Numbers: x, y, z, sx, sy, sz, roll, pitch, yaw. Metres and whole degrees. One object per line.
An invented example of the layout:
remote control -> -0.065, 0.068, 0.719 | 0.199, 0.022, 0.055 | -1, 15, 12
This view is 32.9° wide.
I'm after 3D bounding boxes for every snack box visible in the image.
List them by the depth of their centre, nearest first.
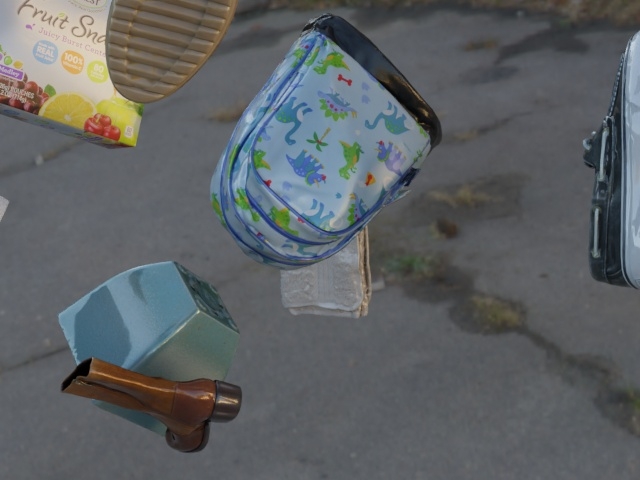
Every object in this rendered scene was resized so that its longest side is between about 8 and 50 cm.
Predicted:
snack box -> -0.289, -0.212, 1.199 | 0.207, 0.174, 0.070 | 18, -10, -38

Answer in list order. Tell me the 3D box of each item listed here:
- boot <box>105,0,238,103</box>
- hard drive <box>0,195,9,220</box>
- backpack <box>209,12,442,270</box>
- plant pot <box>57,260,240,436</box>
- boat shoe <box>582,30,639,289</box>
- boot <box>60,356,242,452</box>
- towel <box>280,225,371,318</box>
boot -> -0.100, -0.241, 0.909 | 0.090, 0.248, 0.207 | 23, 14, -9
hard drive -> -0.745, -0.062, 1.960 | 0.040, 0.319, 0.210 | -17, 48, 47
backpack -> -0.004, -0.124, 1.606 | 0.355, 0.290, 0.273 | -46, 14, -9
plant pot -> -0.308, 0.186, 2.094 | 0.252, 0.247, 0.248 | -42, 50, 9
boat shoe -> 0.385, -0.104, 1.373 | 0.119, 0.335, 0.121 | -1, -11, 44
boot -> -0.313, 0.292, 1.884 | 0.281, 0.096, 0.264 | 14, -24, -23
towel -> 0.000, 0.000, 1.962 | 0.187, 0.282, 0.049 | 0, 8, 36
